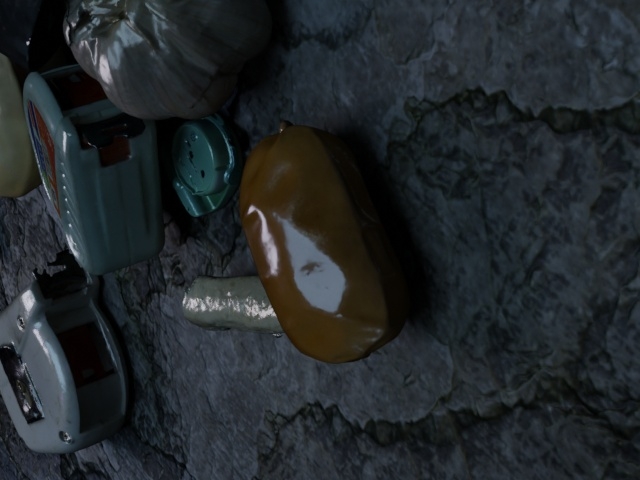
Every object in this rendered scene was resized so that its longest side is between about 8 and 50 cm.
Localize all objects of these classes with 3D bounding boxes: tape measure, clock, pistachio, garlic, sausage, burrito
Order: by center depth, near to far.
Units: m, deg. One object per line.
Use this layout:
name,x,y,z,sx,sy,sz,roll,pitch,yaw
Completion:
sausage,0.000,0.000,1.010,0.136,0.120,0.241,-30,80,36
garlic,-0.164,-0.234,1.065,0.228,0.152,0.228,-1,86,19
clock,-0.271,-0.315,1.116,0.055,0.280,0.280,26,135,-9
burrito,-0.074,0.073,1.166,0.226,0.087,0.060,-1,60,47
clock,-0.129,-0.098,1.188,0.101,0.041,0.135,60,140,15
tape measure,-0.261,-0.101,1.247,0.246,0.125,0.243,55,154,39
pistachio,-0.414,-0.204,1.369,0.187,0.187,0.299,22,119,44
tape measure,-0.391,0.181,1.542,0.258,0.130,0.265,-33,79,48
